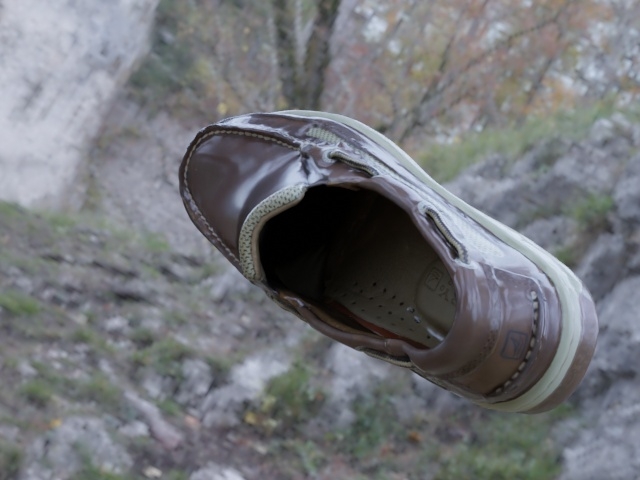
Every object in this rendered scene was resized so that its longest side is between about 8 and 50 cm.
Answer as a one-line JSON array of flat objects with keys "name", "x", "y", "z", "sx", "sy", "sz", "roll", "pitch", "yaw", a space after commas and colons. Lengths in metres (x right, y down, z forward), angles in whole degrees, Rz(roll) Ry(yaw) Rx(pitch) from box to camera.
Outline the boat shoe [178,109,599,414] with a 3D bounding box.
[{"name": "boat shoe", "x": 0.003, "y": -0.008, "z": 0.589, "sx": 0.095, "sy": 0.095, "sz": 0.257, "roll": 13, "pitch": 8, "yaw": -44}]
